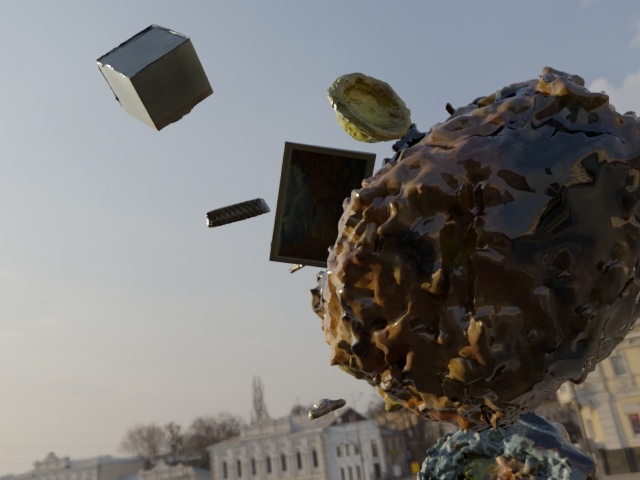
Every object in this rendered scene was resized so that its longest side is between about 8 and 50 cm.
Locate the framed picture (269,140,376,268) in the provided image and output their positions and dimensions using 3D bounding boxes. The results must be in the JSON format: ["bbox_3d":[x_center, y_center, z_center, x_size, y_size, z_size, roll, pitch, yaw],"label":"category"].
[{"bbox_3d":[0.002,-0.064,1.210,0.184,0.250,0.016,8,18,-6],"label":"framed picture"}]

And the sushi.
[{"bbox_3d":[0.397,0.559,1.287,0.417,0.417,0.176,-16,-51,22],"label":"sushi"}]

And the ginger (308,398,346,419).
[{"bbox_3d":[0.007,0.329,1.205,0.097,0.030,0.048,-10,-13,-42],"label":"ginger"}]

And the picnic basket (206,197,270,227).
[{"bbox_3d":[-0.254,-0.087,1.866,0.193,0.055,0.110,-14,0,6],"label":"picnic basket"}]

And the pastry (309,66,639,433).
[{"bbox_3d":[0.161,0.020,0.605,0.405,0.292,0.337,-48,-17,20],"label":"pastry"}]

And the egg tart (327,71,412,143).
[{"bbox_3d":[0.053,-0.144,0.686,0.105,0.105,0.039,3,-35,-27],"label":"egg tart"}]

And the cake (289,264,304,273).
[{"bbox_3d":[0.016,0.014,1.671,0.090,0.225,0.109,42,-27,-11],"label":"cake"}]

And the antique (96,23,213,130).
[{"bbox_3d":[-0.315,-0.309,1.170,0.146,0.152,0.148,-41,-43,-19],"label":"antique"}]
